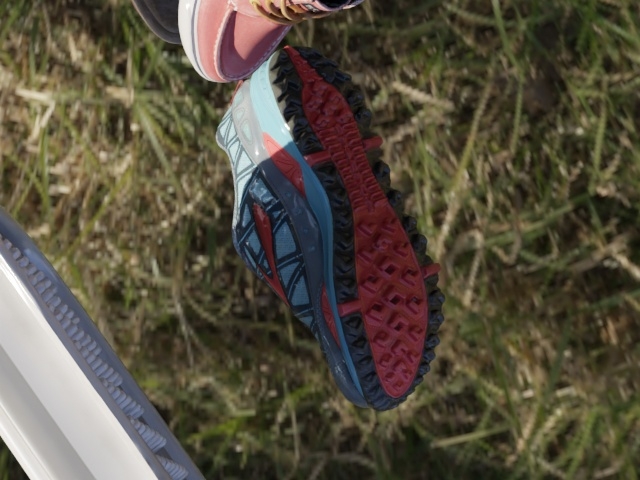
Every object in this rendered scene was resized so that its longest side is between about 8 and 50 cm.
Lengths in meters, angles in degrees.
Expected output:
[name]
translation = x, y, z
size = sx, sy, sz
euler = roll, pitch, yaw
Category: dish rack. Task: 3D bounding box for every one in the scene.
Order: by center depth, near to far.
[dish rack]
translation = -0.139, 0.091, 0.766
size = 0.072, 0.333, 0.285
euler = -37, 81, -6

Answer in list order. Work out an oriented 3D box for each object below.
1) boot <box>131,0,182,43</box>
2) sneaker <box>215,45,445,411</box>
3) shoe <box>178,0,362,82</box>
[boot]
translation = -0.187, -0.309, 1.508
size = 0.096, 0.280, 0.264
euler = -25, 86, -8
[sneaker]
translation = 0.000, 0.000, 1.002
size = 0.104, 0.262, 0.125
euler = -8, 166, -41
[shoe]
translation = -0.019, -0.134, 0.722
size = 0.063, 0.081, 0.178
euler = -9, 142, -34
